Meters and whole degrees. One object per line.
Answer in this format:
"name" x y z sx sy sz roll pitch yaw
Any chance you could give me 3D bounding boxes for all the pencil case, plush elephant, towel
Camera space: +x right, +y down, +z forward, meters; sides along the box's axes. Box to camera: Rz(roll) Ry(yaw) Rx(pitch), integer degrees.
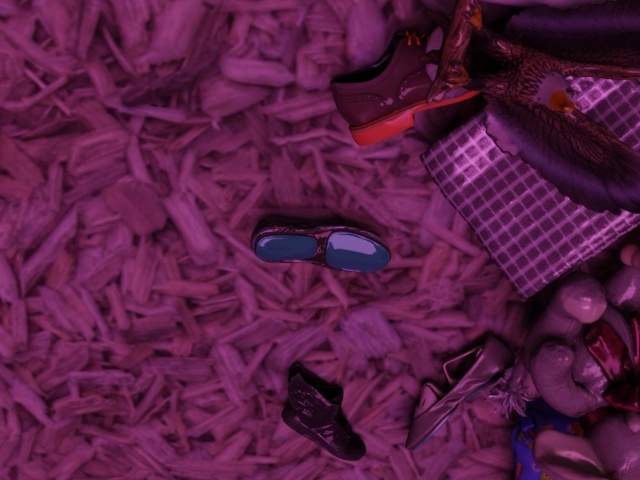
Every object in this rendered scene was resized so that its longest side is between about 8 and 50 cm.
"pencil case" 0.337 0.383 1.764 0.133 0.119 0.306 1 118 0
"plush elephant" 0.385 0.200 1.534 0.272 0.255 0.330 -13 145 -49
"towel" 0.295 -0.097 1.444 0.283 0.121 0.235 -39 81 15

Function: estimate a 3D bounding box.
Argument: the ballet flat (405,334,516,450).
"ballet flat" 0.186 0.214 1.700 0.213 0.072 0.068 -43 86 16

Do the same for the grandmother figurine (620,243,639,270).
"grandmother figurine" 0.467 -0.012 1.437 0.208 0.342 0.104 -30 117 10

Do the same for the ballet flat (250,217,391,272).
"ballet flat" 0.000 0.000 1.562 0.188 0.070 0.070 9 117 -14

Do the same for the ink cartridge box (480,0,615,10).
"ink cartridge box" 0.279 -0.428 1.357 0.324 0.071 0.330 8 114 -9

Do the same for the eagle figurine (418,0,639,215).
"eagle figurine" 0.264 -0.173 1.314 0.298 0.225 0.226 15 144 -18

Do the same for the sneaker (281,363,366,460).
"sneaker" 0.012 0.249 1.701 0.170 0.051 0.089 31 116 -16

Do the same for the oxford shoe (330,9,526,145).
"oxford shoe" 0.140 -0.218 1.443 0.271 0.097 0.098 -29 111 10
